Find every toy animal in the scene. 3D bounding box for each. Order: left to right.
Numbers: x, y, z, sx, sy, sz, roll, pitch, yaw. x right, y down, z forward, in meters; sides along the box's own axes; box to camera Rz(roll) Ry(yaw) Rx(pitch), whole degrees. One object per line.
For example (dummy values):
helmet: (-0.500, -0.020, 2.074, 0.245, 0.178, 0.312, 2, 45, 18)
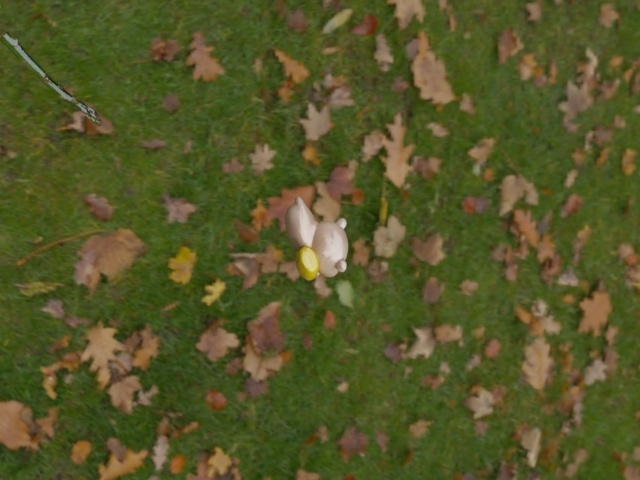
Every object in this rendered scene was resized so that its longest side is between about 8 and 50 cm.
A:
toy animal: (0.000, 0.000, 1.286, 0.082, 0.091, 0.114, -17, 69, 0)

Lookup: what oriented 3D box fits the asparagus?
asparagus: (-0.274, -0.162, 0.989, 0.163, 0.016, 0.016, 45, 34, -51)
